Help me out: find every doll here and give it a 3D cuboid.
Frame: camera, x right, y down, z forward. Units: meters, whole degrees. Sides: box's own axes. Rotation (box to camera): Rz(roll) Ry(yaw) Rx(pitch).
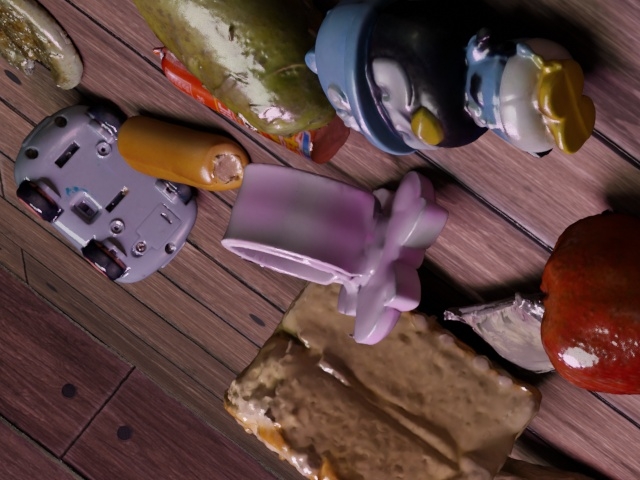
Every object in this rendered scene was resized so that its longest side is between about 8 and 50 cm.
[{"bbox_3d":[0.107,-0.151,1.431,0.314,0.141,0.177,16,148,40],"label":"doll"}]

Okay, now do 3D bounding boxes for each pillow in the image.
[{"bbox_3d":[0.264,0.109,1.855,0.169,0.059,0.255,33,164,-13],"label":"pillow"}]

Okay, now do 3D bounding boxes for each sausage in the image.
[{"bbox_3d":[-0.094,-0.179,1.825,0.274,0.074,0.074,30,159,25],"label":"sausage"}]

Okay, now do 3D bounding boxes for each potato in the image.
[{"bbox_3d":[-0.089,-0.234,1.600,0.298,0.141,0.176,50,146,-11],"label":"potato"}]

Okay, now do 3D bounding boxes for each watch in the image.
[{"bbox_3d":[0.000,0.000,1.807,0.217,0.211,0.248,18,174,-14],"label":"watch"}]

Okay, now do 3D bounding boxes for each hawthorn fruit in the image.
[{"bbox_3d":[0.319,0.068,1.507,0.202,0.185,0.185,9,149,26],"label":"hawthorn fruit"}]

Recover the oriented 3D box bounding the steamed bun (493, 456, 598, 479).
[{"bbox_3d":[0.424,0.462,2.248,0.428,0.189,0.247,19,122,31],"label":"steamed bun"}]

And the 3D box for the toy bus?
[{"bbox_3d":[-0.343,-0.071,2.344,0.287,0.194,0.232,43,168,-14],"label":"toy bus"}]

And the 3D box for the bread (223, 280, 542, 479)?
[{"bbox_3d":[0.078,0.233,2.091,0.371,0.279,0.390,37,173,2],"label":"bread"}]

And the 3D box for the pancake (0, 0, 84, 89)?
[{"bbox_3d":[-0.453,-0.314,2.206,0.253,0.037,0.253,33,161,13],"label":"pancake"}]

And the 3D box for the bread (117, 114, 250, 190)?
[{"bbox_3d":[-0.199,-0.120,2.143,0.239,0.074,0.092,16,146,47],"label":"bread"}]
